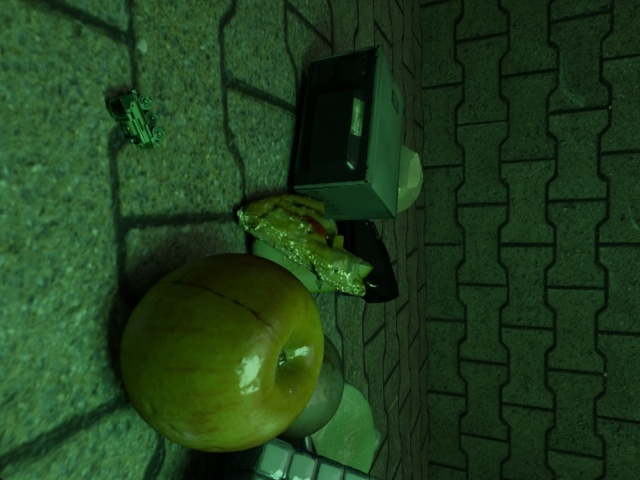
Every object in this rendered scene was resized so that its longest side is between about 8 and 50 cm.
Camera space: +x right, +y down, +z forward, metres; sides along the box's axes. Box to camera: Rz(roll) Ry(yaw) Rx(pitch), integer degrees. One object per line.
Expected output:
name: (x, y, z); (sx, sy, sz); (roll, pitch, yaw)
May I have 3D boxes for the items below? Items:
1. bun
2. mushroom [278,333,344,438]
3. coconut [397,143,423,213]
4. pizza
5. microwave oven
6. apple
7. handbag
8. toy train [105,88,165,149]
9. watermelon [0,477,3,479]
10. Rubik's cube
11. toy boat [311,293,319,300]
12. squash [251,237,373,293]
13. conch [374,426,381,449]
bun: (-0.009, 0.455, 0.930); (0.283, 0.179, 0.283); (8, 79, -44)
mushroom: (-0.061, 0.269, 0.805); (0.226, 0.178, 0.226); (16, 58, -26)
coconut: (0.201, -0.206, 1.291); (0.247, 0.245, 0.245); (37, 56, -69)
pizza: (0.000, 0.000, 0.850); (0.075, 0.288, 0.280); (-53, 167, 26)
microwave oven: (0.074, -0.255, 1.043); (0.286, 0.218, 0.355); (30, 63, -61)
apple: (-0.126, 0.150, 0.580); (0.286, 0.233, 0.286); (1, 90, -64)
handbag: (0.139, 0.045, 1.286); (0.342, 0.152, 0.288); (34, 48, -65)
toy train: (-0.249, -0.161, 0.553); (0.053, 0.033, 0.083); (-50, 135, -48)
watermelon: (-0.319, 0.248, 0.312); (0.193, 0.137, 0.145); (-41, 145, -2)
Rubik's cube: (-0.058, 0.461, 0.629); (0.237, 0.238, 0.237); (-47, -159, 55)
toy boat: (-0.040, 0.138, 1.003); (0.229, 0.046, 0.080); (-45, 127, -55)
squash: (-0.022, 0.070, 0.916); (0.111, 0.203, 0.289); (-61, 165, 16)
conch: (0.144, 0.656, 1.387); (0.176, 0.094, 0.104); (55, 48, -10)
